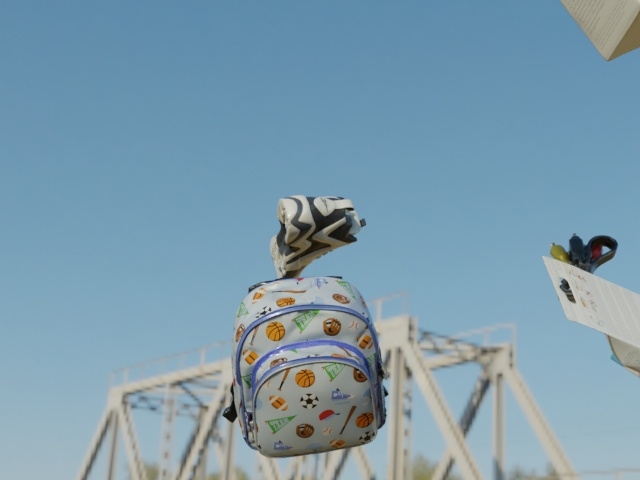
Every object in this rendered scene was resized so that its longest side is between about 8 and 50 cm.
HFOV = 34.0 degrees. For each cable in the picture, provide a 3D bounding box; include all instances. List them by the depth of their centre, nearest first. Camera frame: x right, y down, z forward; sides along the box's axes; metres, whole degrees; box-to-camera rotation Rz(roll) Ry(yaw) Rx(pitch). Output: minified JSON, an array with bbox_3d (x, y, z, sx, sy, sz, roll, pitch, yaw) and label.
[{"bbox_3d":[0.543,0.064,2.140,0.139,0.287,0.072,-1,-61,11],"label":"cable"}]

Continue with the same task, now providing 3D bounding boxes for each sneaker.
[{"bbox_3d":[0.000,0.000,1.788,0.153,0.094,0.235,-8,-38,-13],"label":"sneaker"}]

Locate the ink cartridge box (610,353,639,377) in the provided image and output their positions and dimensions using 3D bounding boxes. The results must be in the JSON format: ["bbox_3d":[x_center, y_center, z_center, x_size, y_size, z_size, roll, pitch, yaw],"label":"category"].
[{"bbox_3d":[0.573,0.195,1.783,0.052,0.122,0.088,-27,-34,-49],"label":"ink cartridge box"}]

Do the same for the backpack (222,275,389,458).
[{"bbox_3d":[-0.023,0.192,1.613,0.276,0.263,0.213,-10,23,-8],"label":"backpack"}]

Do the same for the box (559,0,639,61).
[{"bbox_3d":[0.536,-0.535,1.913,0.215,0.345,0.168,-23,-21,-19],"label":"box"}]

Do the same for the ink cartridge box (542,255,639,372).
[{"bbox_3d":[0.376,0.104,1.395,0.179,0.145,0.045,20,-59,-16],"label":"ink cartridge box"}]
